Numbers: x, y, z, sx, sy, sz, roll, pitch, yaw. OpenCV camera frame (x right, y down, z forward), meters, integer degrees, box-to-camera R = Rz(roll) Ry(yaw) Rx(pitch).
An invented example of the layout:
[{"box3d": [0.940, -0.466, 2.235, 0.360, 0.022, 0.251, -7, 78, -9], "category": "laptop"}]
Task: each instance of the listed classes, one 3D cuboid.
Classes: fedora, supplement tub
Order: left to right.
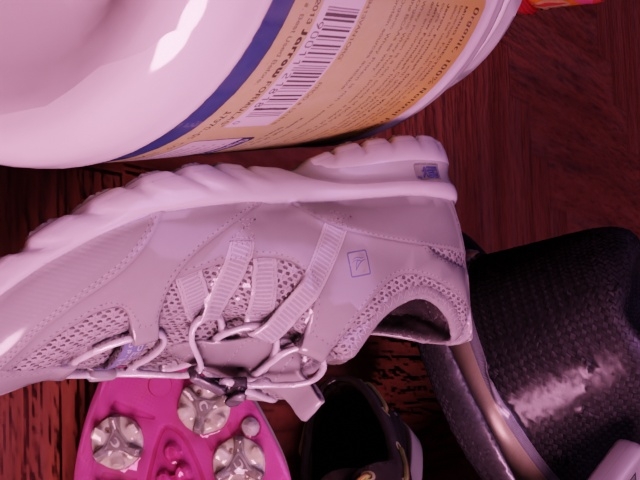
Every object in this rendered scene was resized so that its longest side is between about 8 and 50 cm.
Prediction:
[{"box3d": [-0.043, -0.153, 0.585, 0.316, 0.228, 0.228, -12, 96, -61], "category": "supplement tub"}, {"box3d": [0.198, 0.088, 0.962, 0.334, 0.152, 0.334, 51, 21, -29], "category": "fedora"}]

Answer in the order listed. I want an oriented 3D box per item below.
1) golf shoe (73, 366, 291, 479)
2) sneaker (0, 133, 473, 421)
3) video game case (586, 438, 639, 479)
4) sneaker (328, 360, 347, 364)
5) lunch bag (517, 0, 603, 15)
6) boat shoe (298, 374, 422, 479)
[{"box3d": [-0.052, 0.194, 0.665, 0.140, 0.115, 0.306, -95, 173, -89], "category": "golf shoe"}, {"box3d": [-0.035, 0.029, 0.576, 0.281, 0.105, 0.115, -16, 79, -31], "category": "sneaker"}, {"box3d": [0.157, 0.256, 0.823, 0.201, 0.023, 0.183, -41, 132, -35], "category": "video game case"}, {"box3d": [-0.001, 0.000, 0.808, 0.084, 0.058, 0.152, -62, 142, -36], "category": "sneaker"}, {"box3d": [0.207, -0.385, 1.188, 0.293, 0.120, 0.258, 63, 35, -33], "category": "lunch bag"}, {"box3d": [0.021, 0.160, 0.757, 0.069, 0.081, 0.228, 54, 12, -20], "category": "boat shoe"}]
